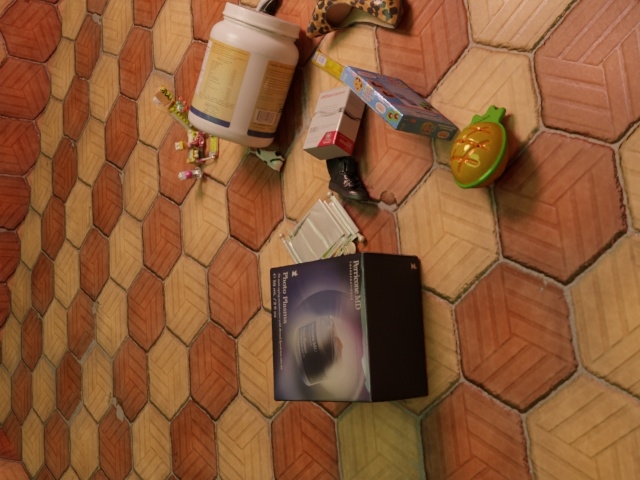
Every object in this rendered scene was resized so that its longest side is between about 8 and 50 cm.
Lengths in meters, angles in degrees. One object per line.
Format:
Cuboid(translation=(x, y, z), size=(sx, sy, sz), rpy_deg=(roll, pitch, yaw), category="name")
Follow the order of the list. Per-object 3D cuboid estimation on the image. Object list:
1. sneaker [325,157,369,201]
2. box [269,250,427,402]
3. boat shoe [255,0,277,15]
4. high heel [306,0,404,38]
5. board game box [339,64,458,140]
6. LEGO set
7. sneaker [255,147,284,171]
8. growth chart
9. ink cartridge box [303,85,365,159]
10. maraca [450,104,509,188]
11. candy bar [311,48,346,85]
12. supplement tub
Cuboid(translation=(0.061, -0.149, 1.730), size=(0.170, 0.051, 0.089), rpy_deg=(30, 111, 55), category="sneaker")
Cuboid(translation=(0.051, 0.186, 1.603), size=(0.294, 0.183, 0.296), rpy_deg=(-12, 77, 45), category="box")
Cuboid(translation=(-0.152, -0.607, 2.040), size=(0.142, 0.049, 0.040), rpy_deg=(-38, 77, 42), category="boat shoe")
Cuboid(translation=(0.070, -0.494, 1.720), size=(0.261, 0.093, 0.186), rpy_deg=(-33, 55, 33), category="high heel")
Cuboid(translation=(0.158, -0.281, 1.547), size=(0.211, 0.160, 0.039), rpy_deg=(52, 125, 39), category="board game box")
Cuboid(translation=(-0.373, -0.321, 2.200), size=(0.107, 0.132, 0.286), rpy_deg=(-6, 104, 44), category="LEGO set")
Cuboid(translation=(-0.129, -0.218, 1.980), size=(0.109, 0.040, 0.043), rpy_deg=(40, 100, 40), category="sneaker")
Cuboid(translation=(0.000, 0.000, 1.792), size=(0.237, 0.021, 0.171), rpy_deg=(-41, 70, 40), category="growth chart")
Cuboid(translation=(0.034, -0.268, 1.738), size=(0.109, 0.063, 0.150), rpy_deg=(-2, 66, 49), category="ink cartridge box")
Cuboid(translation=(0.299, -0.176, 1.424), size=(0.127, 0.099, 0.185), rpy_deg=(-24, 42, 44), category="maraca")
Cuboid(translation=(0.027, -0.418, 1.826), size=(0.161, 0.018, 0.040), rpy_deg=(43, 115, 43), category="candy bar")
Cuboid(translation=(-0.187, -0.416, 1.915), size=(0.228, 0.228, 0.316), rpy_deg=(36, 113, 46), category="supplement tub")
